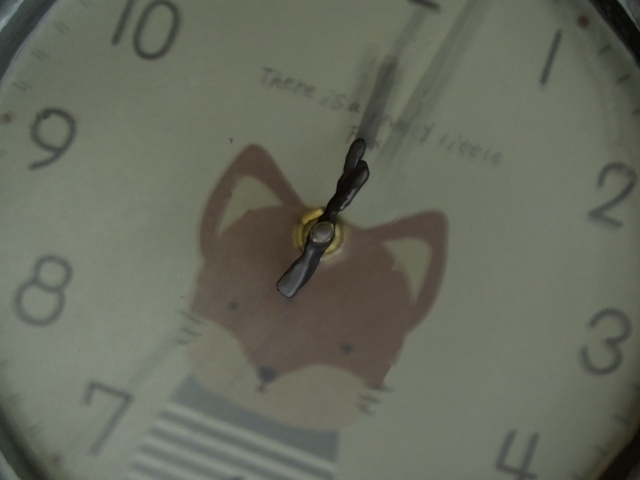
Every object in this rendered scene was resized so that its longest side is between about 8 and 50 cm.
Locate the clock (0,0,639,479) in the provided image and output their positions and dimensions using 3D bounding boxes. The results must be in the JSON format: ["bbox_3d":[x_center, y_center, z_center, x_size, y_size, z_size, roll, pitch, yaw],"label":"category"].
[{"bbox_3d":[0.000,0.000,0.425,0.325,0.325,0.067,-14,176,-2],"label":"clock"}]
